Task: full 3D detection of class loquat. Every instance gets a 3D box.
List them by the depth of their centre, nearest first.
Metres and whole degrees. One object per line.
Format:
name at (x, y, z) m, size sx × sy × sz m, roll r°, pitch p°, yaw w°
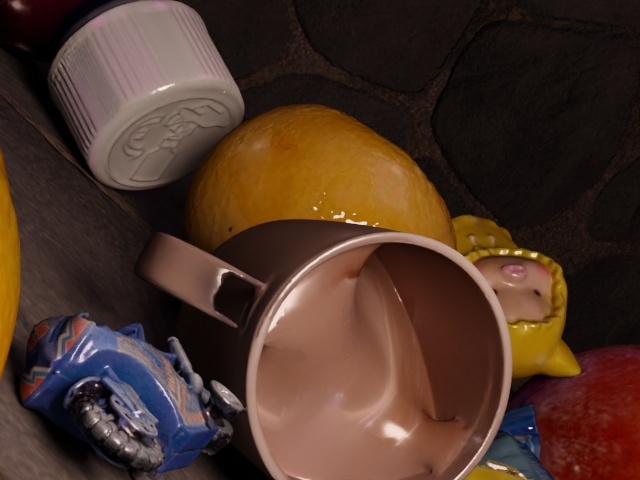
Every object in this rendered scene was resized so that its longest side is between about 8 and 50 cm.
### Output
loquat at (0.000, 0.000, 1.280) m, size 0.263 × 0.263 × 0.263 m, roll 47°, pitch 6°, yaw -6°

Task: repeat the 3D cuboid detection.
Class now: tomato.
tomato at (0.261, 0.238, 1.359) m, size 0.176 × 0.335 × 0.289 m, roll 26°, pitch -7°, yaw -15°

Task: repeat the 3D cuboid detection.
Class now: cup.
cup at (-0.022, 0.064, 0.970) m, size 0.252 × 0.192 × 0.200 m, roll 29°, pitch -5°, yaw -25°

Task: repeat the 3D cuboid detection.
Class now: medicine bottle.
medicine bottle at (-0.234, -0.245, 1.401) m, size 0.242 × 0.242 × 0.395 m, roll 38°, pitch 23°, yaw -59°

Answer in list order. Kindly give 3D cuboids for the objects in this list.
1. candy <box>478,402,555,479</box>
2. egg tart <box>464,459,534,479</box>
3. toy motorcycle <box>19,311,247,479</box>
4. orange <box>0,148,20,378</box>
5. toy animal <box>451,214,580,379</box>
candy at (0.152, 0.246, 1.192) m, size 0.331 × 0.187 × 0.077 m, roll -123°, pitch -167°, yaw -70°
egg tart at (0.113, 0.253, 0.983) m, size 0.278 × 0.095 × 0.279 m, roll 17°, pitch 23°, yaw -8°
toy motorcycle at (-0.112, 0.088, 0.802) m, size 0.114 × 0.076 × 0.205 m, roll 42°, pitch 4°, yaw 10°
orange at (-0.187, -0.014, 0.391) m, size 0.240 × 0.171 × 0.240 m, roll 49°, pitch 6°, yaw -7°
toy animal at (0.156, 0.056, 1.392) m, size 0.156 × 0.156 × 0.230 m, roll 44°, pitch 10°, yaw -35°
